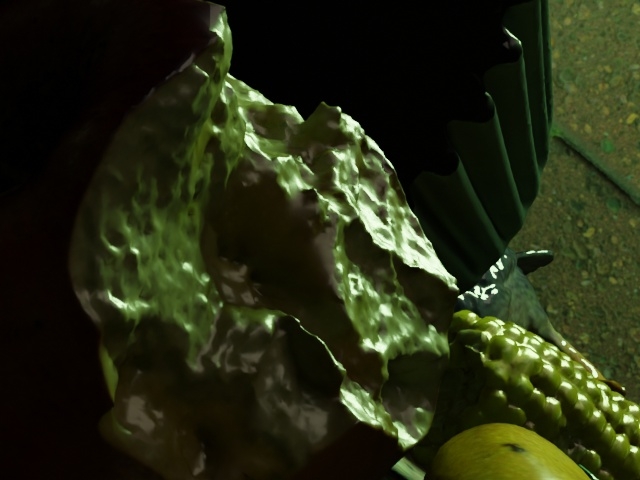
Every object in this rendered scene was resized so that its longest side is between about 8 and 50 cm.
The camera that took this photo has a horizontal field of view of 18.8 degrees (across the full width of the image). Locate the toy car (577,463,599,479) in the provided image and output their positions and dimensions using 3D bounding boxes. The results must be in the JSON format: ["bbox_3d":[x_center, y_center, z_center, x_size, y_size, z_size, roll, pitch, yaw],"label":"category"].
[{"bbox_3d":[0.152,0.186,0.852,0.224,0.090,0.076,39,2,-2],"label":"toy car"}]

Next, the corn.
[{"bbox_3d":[0.186,0.165,1.092,0.363,0.120,0.120,40,5,-21],"label":"corn"}]

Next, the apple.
[{"bbox_3d":[-0.049,0.021,0.512,0.158,0.147,0.156,48,16,-38],"label":"apple"}]

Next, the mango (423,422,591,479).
[{"bbox_3d":[0.123,0.169,0.719,0.262,0.109,0.157,38,13,34],"label":"mango"}]

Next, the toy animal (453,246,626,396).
[{"bbox_3d":[0.102,0.067,1.272,0.185,0.122,0.298,34,25,-12],"label":"toy animal"}]

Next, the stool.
[{"bbox_3d":[-0.032,-0.092,0.877,0.297,0.297,0.330,41,1,14],"label":"stool"}]
